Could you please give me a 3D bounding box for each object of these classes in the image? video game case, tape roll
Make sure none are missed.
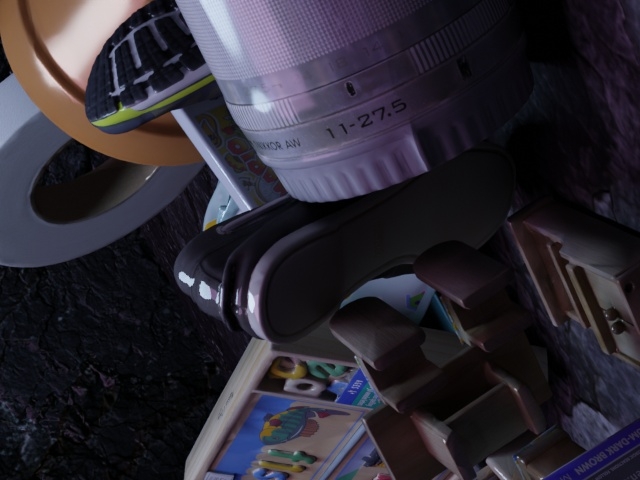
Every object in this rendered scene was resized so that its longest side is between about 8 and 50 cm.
[{"bbox_3d":[0.015,-0.077,1.364,0.227,0.206,0.026,54,155,21],"label":"video game case"},{"bbox_3d":[-0.296,-0.117,2.031,0.072,0.392,0.392,54,166,23],"label":"tape roll"}]

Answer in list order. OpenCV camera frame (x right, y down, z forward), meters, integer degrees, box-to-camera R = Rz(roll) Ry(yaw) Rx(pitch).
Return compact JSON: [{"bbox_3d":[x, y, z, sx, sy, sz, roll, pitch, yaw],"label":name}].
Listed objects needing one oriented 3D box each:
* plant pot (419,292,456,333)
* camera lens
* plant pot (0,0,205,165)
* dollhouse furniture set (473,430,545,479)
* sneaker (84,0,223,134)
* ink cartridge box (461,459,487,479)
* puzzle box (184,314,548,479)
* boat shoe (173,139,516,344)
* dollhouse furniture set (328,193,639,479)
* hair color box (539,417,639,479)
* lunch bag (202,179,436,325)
[{"bbox_3d":[0.030,0.082,1.785,0.165,0.166,0.234,61,173,-8],"label":"plant pot"},{"bbox_3d":[0.007,-0.193,1.103,0.274,0.219,0.219,64,166,-19],"label":"camera lens"},{"bbox_3d":[-0.135,-0.239,1.460,0.291,0.291,0.203,57,151,7],"label":"plant pot"},{"bbox_3d":[0.248,0.413,1.602,0.303,0.198,0.286,47,162,41],"label":"dollhouse furniture set"},{"bbox_3d":[-0.054,-0.151,1.309,0.121,0.300,0.111,57,-165,-47],"label":"sneaker"},{"bbox_3d":[0.066,0.321,1.916,0.239,0.275,0.060,49,-171,35],"label":"ink cartridge box"},{"bbox_3d":[0.031,0.193,1.609,0.409,0.272,0.052,119,157,-57],"label":"puzzle box"},{"bbox_3d":[0.028,-0.018,1.212,0.095,0.335,0.112,20,120,35],"label":"boat shoe"},{"bbox_3d":[0.136,0.088,1.193,0.212,0.242,0.161,63,167,-25],"label":"dollhouse furniture set"},{"bbox_3d":[0.277,0.262,1.191,0.110,0.185,0.339,50,164,39],"label":"hair color box"},{"bbox_3d":[0.000,0.000,1.515,0.223,0.160,0.262,17,173,-8],"label":"lunch bag"}]
